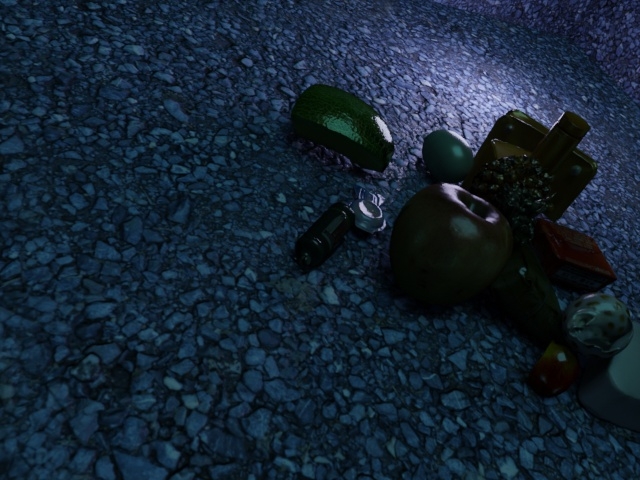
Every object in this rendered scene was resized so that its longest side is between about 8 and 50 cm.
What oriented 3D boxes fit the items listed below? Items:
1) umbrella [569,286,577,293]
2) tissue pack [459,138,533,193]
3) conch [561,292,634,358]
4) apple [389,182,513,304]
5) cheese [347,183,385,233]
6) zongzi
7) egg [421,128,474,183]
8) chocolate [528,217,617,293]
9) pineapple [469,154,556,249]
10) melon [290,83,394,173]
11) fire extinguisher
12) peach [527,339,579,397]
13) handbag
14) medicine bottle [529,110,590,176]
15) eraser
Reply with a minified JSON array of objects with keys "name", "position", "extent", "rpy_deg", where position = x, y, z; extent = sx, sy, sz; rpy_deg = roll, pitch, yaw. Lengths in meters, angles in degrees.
[{"name":"umbrella","position":[0.887,0.151,1.969],"extent":[0.148,0.022,0.022],"rpy_deg":[-23,105,-42]},{"name":"tissue pack","position":[0.596,-0.179,1.948],"extent":[0.194,0.274,0.145],"rpy_deg":[16,42,-14]},{"name":"conch","position":[0.777,0.236,1.600],"extent":[0.274,0.149,0.183],"rpy_deg":[-19,61,-21]},{"name":"apple","position":[0.358,0.024,1.610],"extent":[0.338,0.305,0.338],"rpy_deg":[21,28,-12]},{"name":"cheese","position":[0.145,-0.097,1.785],"extent":[0.135,0.052,0.245],"rpy_deg":[26,34,-8]},{"name":"zongzi","position":[0.653,0.166,1.756],"extent":[0.360,0.160,0.323],"rpy_deg":[46,30,-10]},{"name":"egg","position":[0.459,-0.306,2.077],"extent":[0.168,0.168,0.231],"rpy_deg":[-1,46,-29]},{"name":"chocolate","position":[0.850,0.055,1.963],"extent":[0.237,0.108,0.235],"rpy_deg":[19,35,-14]},{"name":"pineapple","position":[0.590,-0.092,1.728],"extent":[0.262,0.262,0.272],"rpy_deg":[23,34,-6]},{"name":"melon","position":[0.094,-0.379,1.948],"extent":[0.343,0.226,0.331],"rpy_deg":[19,24,9]},{"name":"fire extinguisher","position":[0.000,0.000,1.586],"extent":[0.093,0.118,0.294],"rpy_deg":[6,33,29]},{"name":"peach","position":[0.638,0.352,1.561],"extent":[0.151,0.151,0.118],"rpy_deg":[13,31,-17]},{"name":"handbag","position":[0.782,-0.270,2.131],"extent":[0.401,0.283,0.133],"rpy_deg":[36,37,11]},{"name":"medicine bottle","position":[0.740,-0.298,1.791],"extent":[0.096,0.192,0.096],"rpy_deg":[15,41,-14]},{"name":"eraser","position":[0.902,0.383,1.656],"extent":[0.331,0.150,0.331],"rpy_deg":[14,46,-15]}]
